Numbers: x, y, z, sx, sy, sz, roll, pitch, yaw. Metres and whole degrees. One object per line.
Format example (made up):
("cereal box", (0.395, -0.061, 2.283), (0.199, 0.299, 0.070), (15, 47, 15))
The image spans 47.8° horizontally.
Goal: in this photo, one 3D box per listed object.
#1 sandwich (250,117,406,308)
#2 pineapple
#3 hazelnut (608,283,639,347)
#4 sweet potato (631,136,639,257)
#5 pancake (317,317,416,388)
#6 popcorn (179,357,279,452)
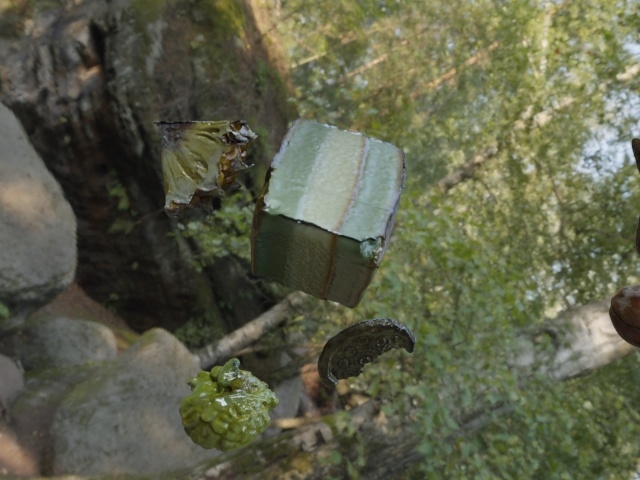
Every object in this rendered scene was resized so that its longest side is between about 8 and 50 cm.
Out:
("sandwich", (-0.001, 0.000, 0.870), (0.227, 0.155, 0.198), (-70, 176, -54))
("pineapple", (-0.142, -0.092, 0.813), (0.116, 0.137, 0.069), (40, -4, -1))
("hazelnut", (0.419, 0.093, 0.938), (0.086, 0.086, 0.086), (156, -90, -84))
("sweet potato", (0.574, -0.069, 1.229), (0.062, 0.081, 0.233), (-29, -128, 60))
("pancake", (0.082, 0.215, 1.349), (0.184, 0.190, 0.020), (22, 28, -35))
("popcorn", (-0.169, 0.291, 1.275), (0.173, 0.173, 0.142), (60, -4, 46))
